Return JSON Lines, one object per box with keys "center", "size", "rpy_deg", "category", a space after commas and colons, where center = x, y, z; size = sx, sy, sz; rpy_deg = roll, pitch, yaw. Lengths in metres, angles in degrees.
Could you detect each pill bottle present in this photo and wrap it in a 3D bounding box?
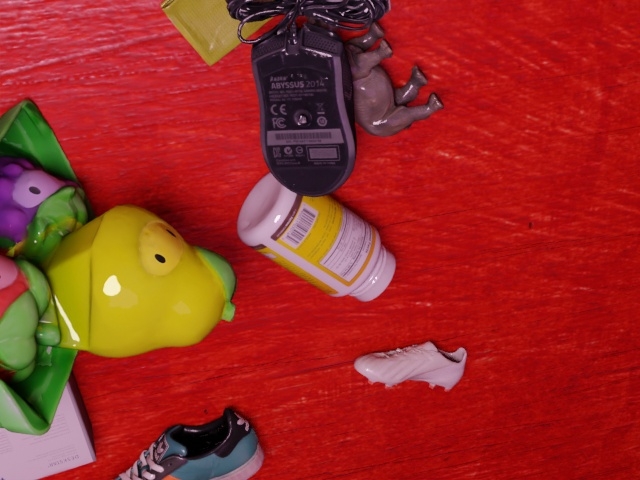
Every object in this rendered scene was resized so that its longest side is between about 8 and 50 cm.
{"center": [0.000, 0.000, 1.217], "size": [0.215, 0.117, 0.117], "rpy_deg": [33, 107, -29], "category": "pill bottle"}

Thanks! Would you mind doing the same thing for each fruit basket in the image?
{"center": [-0.295, 0.025, 1.004], "size": [0.392, 0.392, 0.283], "rpy_deg": [-22, 123, -2], "category": "fruit basket"}

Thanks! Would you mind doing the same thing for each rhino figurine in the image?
{"center": [0.042, -0.223, 1.124], "size": [0.106, 0.073, 0.243], "rpy_deg": [-37, 119, 21], "category": "rhino figurine"}

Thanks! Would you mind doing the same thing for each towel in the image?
{"center": [-0.071, -0.317, 1.070], "size": [0.237, 0.021, 0.102], "rpy_deg": [-36, 121, 7], "category": "towel"}

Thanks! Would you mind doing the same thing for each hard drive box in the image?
{"center": [-0.433, 0.227, 1.242], "size": [0.181, 0.089, 0.232], "rpy_deg": [-15, 122, -12], "category": "hard drive box"}

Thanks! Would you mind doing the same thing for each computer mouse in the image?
{"center": [-0.009, -0.185, 1.077], "size": [0.188, 0.072, 0.272], "rpy_deg": [4, 120, 10], "category": "computer mouse"}

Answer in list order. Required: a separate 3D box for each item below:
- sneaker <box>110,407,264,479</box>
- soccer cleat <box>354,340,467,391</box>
{"center": [-0.243, 0.353, 1.370], "size": [0.302, 0.108, 0.121], "rpy_deg": [-26, 122, -9], "category": "sneaker"}
{"center": [0.143, 0.191, 1.402], "size": [0.196, 0.068, 0.076], "rpy_deg": [9, 112, -28], "category": "soccer cleat"}
